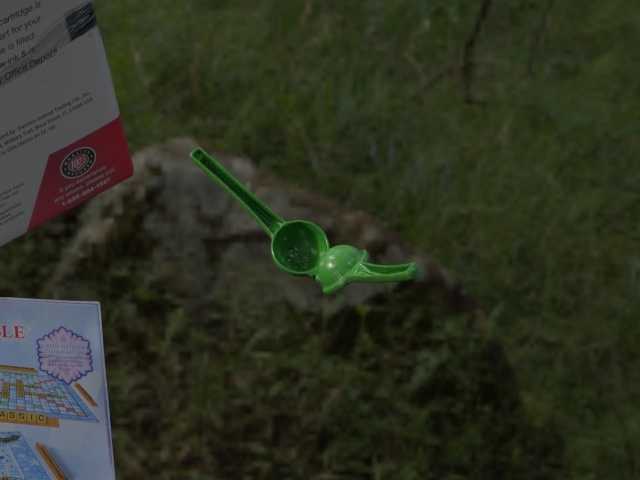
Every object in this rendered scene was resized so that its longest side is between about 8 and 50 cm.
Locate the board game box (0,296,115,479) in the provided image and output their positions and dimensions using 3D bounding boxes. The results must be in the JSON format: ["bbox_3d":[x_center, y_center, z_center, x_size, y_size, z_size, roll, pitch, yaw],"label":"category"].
[{"bbox_3d":[-0.360,0.205,1.489,0.319,0.066,0.318,5,61,-26],"label":"board game box"}]

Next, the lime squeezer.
[{"bbox_3d":[0.000,0.000,1.454,0.059,0.110,0.310,-32,41,-29],"label":"lime squeezer"}]

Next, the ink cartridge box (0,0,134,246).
[{"bbox_3d":[-0.235,-0.115,0.982,0.172,0.237,0.100,-30,46,-22],"label":"ink cartridge box"}]
